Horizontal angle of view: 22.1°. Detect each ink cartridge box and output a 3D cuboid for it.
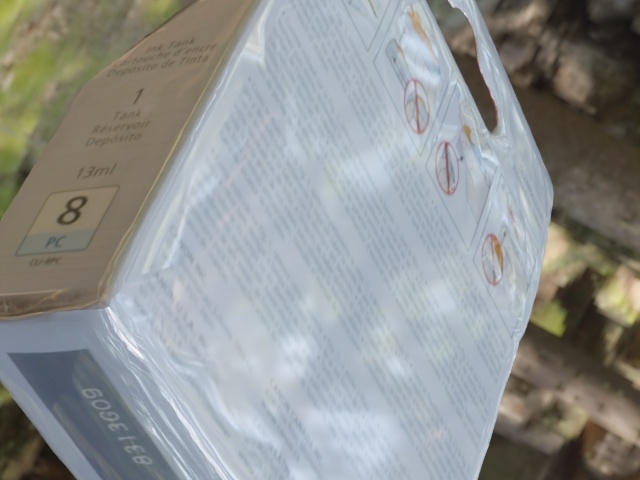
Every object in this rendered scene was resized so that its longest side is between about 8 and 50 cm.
[{"bbox_3d":[0.000,0.000,0.835,0.308,0.091,0.385,60,37,-36],"label":"ink cartridge box"}]
